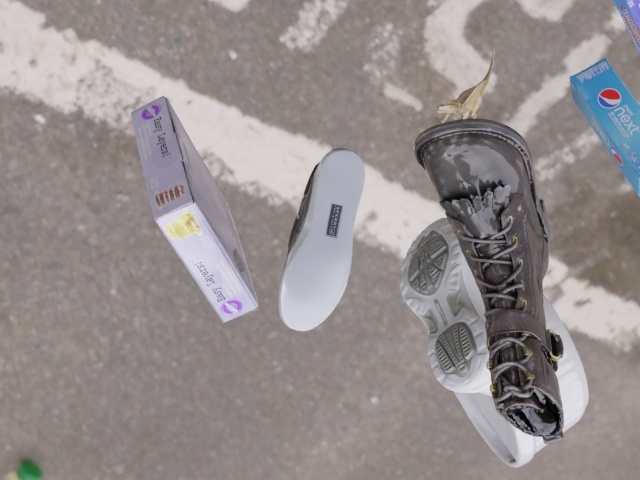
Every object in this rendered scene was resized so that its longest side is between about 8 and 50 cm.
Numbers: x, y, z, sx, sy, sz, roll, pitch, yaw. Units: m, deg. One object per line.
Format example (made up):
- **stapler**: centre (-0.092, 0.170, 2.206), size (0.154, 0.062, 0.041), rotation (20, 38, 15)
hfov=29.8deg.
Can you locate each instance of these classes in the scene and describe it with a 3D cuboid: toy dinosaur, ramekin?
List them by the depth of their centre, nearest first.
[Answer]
- **ramekin**: centre (0.256, 0.164, 1.646), size (0.127, 0.273, 0.273), rotation (-26, 139, -9)
- **toy dinosaur**: centre (0.226, -0.211, 1.800), size (0.183, 0.053, 0.092), rotation (-45, 169, -43)

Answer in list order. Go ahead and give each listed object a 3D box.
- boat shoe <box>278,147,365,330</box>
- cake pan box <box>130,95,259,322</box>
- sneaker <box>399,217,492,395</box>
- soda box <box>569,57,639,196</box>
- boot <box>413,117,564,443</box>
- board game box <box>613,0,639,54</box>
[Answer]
- **boat shoe**: centre (0.000, 0.000, 0.908), size (0.049, 0.040, 0.142), rotation (19, 82, -16)
- **cake pan box**: centre (-0.187, -0.050, 1.778), size (0.070, 0.267, 0.246), rotation (-23, 136, 2)
- **sneaker**: centre (0.161, 0.080, 1.317), size (0.090, 0.232, 0.115), rotation (-35, 136, 29)
- **soda box**: centre (0.470, -0.178, 1.874), size (0.067, 0.210, 0.071), rotation (-28, 154, 2)
- **boot**: centre (0.164, 0.040, 1.057), size (0.091, 0.229, 0.263), rotation (-16, 143, 23)
- **board game box**: centre (0.531, -0.350, 1.704), size (0.210, 0.047, 0.160), rotation (-33, 106, -4)
